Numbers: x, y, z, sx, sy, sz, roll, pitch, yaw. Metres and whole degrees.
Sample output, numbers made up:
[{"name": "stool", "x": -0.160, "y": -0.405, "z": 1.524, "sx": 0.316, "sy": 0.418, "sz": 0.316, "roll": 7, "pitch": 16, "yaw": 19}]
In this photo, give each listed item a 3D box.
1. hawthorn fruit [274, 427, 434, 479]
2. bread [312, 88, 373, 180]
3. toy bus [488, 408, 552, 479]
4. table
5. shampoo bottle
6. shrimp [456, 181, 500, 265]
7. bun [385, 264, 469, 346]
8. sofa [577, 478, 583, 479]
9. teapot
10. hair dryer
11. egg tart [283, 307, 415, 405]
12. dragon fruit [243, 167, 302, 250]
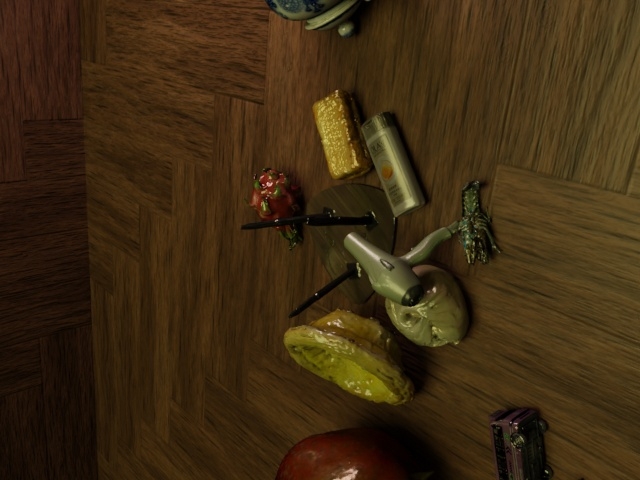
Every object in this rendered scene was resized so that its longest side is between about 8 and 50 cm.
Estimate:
[{"name": "hawthorn fruit", "x": 0.095, "y": 0.625, "z": 1.407, "sx": 0.402, "sy": 0.402, "sz": 0.403, "roll": 14, "pitch": 110, "yaw": 45}, {"name": "bread", "x": 0.055, "y": -0.251, "z": 1.419, "sx": 0.113, "sy": 0.083, "sz": 0.211, "roll": -19, "pitch": 85, "yaw": 45}, {"name": "toy bus", "x": 0.402, "y": 0.434, "z": 1.213, "sx": 0.098, "sy": 0.086, "sz": 0.179, "roll": 1, "pitch": 103, "yaw": 53}, {"name": "table", "x": 0.000, "y": 0.000, "z": 1.417, "sx": 0.317, "sy": 0.249, "sz": 0.318, "roll": 15, "pitch": 110, "yaw": 45}, {"name": "shampoo bottle", "x": 0.162, "y": -0.171, "z": 1.342, "sx": 0.086, "sy": 0.055, "sz": 0.228, "roll": -29, "pitch": 78, "yaw": 51}, {"name": "shrimp", "x": 0.320, "y": -0.034, "z": 1.216, "sx": 0.082, "sy": 0.076, "sz": 0.174, "roll": -5, "pitch": 92, "yaw": 7}, {"name": "bun", "x": 0.226, "y": 0.155, "z": 1.304, "sx": 0.178, "sy": 0.127, "sz": 0.193, "roll": -39, "pitch": 73, "yaw": 44}, {"name": "sofa", "x": 0.511, "y": 0.525, "z": 1.136, "sx": 0.118, "sy": 0.060, "sz": 0.039, "roll": 57, "pitch": 141, "yaw": 19}, {"name": "teapot", "x": -0.001, "y": -0.572, "z": 1.307, "sx": 0.280, "sy": 0.252, "sz": 0.424, "roll": 54, "pitch": 170, "yaw": -30}, {"name": "hair dryer", "x": 0.156, "y": 0.017, "z": 1.273, "sx": 0.218, "sy": 0.225, "sz": 0.088, "roll": 21, "pitch": 154, "yaw": 29}, {"name": "egg tart", "x": 0.080, "y": 0.273, "z": 1.433, "sx": 0.345, "sy": 0.133, "sz": 0.345, "roll": 22, "pitch": 152, "yaw": 12}, {"name": "dragon fruit", "x": -0.119, "y": -0.083, "z": 1.624, "sx": 0.137, "sy": 0.135, "sz": 0.236, "roll": 10, "pitch": 125, "yaw": 39}]
